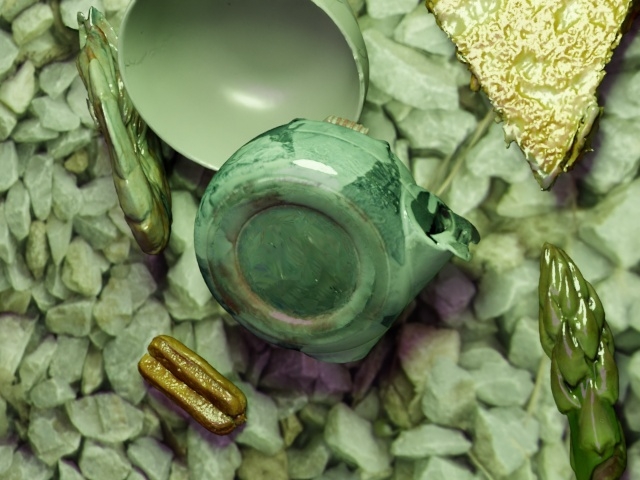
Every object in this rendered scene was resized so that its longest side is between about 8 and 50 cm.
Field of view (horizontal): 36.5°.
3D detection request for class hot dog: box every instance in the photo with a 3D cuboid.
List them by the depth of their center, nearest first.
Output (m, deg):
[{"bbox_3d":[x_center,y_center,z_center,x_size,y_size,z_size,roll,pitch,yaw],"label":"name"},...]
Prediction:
[{"bbox_3d":[-0.160,0.183,1.231,0.165,0.045,0.071,33,98,21],"label":"hot dog"}]

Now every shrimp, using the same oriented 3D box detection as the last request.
[{"bbox_3d":[-0.248,-0.152,1.192,0.085,0.247,0.360,-16,69,-4],"label":"shrimp"}]

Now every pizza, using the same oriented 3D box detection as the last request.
[{"bbox_3d":[0.271,-0.223,1.052,0.251,0.074,0.287,-29,79,19],"label":"pizza"}]

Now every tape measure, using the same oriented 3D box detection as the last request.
[{"bbox_3d":[0.000,0.000,1.086,0.275,0.147,0.256,36,122,-3],"label":"tape measure"}]

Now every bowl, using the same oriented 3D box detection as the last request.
[{"bbox_3d":[-0.075,-0.223,1.127,0.287,0.143,0.287,10,134,11],"label":"bowl"}]

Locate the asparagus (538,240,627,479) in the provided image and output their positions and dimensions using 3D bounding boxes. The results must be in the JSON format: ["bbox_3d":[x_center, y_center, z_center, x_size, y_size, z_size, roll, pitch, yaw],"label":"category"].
[{"bbox_3d":[0.279,0.138,1.029,0.080,0.080,0.287,-16,80,22],"label":"asparagus"}]
